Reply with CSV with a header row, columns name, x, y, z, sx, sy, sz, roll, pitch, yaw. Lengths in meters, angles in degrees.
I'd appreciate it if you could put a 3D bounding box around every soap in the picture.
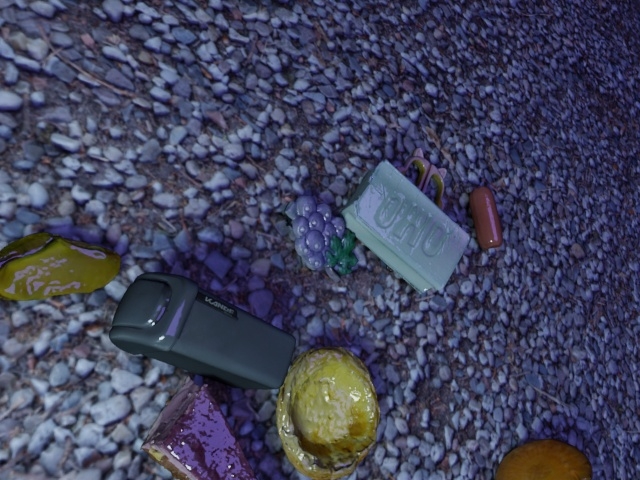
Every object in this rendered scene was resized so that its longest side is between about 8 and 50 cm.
name,x,y,z,sx,sy,sz,roll,pitch,yaw
soap,0.170,-0.028,1.048,0.261,0.094,0.150,40,63,-14

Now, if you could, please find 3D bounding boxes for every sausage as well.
name,x,y,z,sx,sy,sz,roll,pitch,yaw
sausage,0.400,-0.056,1.247,0.062,0.062,0.154,-2,77,-34

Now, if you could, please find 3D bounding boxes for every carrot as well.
name,x,y,z,sx,sy,sz,roll,pitch,yaw
carrot,0.497,0.572,1.055,0.196,0.196,0.254,-34,103,-36

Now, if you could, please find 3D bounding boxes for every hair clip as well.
name,x,y,z,sx,sy,sz,roll,pitch,yaw
hair clip,-0.001,0.000,0.979,0.195,0.052,0.124,41,67,-27

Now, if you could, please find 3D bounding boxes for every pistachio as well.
name,x,y,z,sx,sy,sz,roll,pitch,yaw
pistachio,-0.370,0.031,0.711,0.173,0.049,0.089,-5,103,-37

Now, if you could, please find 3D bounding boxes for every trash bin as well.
name,x,y,z,sx,sy,sz,roll,pitch,yaw
trash bin,-0.174,0.136,0.735,0.236,0.176,0.101,31,60,-26

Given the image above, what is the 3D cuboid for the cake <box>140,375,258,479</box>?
name,x,y,z,sx,sy,sz,roll,pitch,yaw
cake,-0.145,0.347,0.730,0.113,0.116,0.295,-33,93,-32

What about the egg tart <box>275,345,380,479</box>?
name,x,y,z,sx,sy,sz,roll,pitch,yaw
egg tart,0.007,0.287,0.862,0.212,0.090,0.212,12,68,-33

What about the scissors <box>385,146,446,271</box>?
name,x,y,z,sx,sy,sz,roll,pitch,yaw
scissors,0.204,-0.064,1.142,0.160,0.024,0.317,35,61,-21
